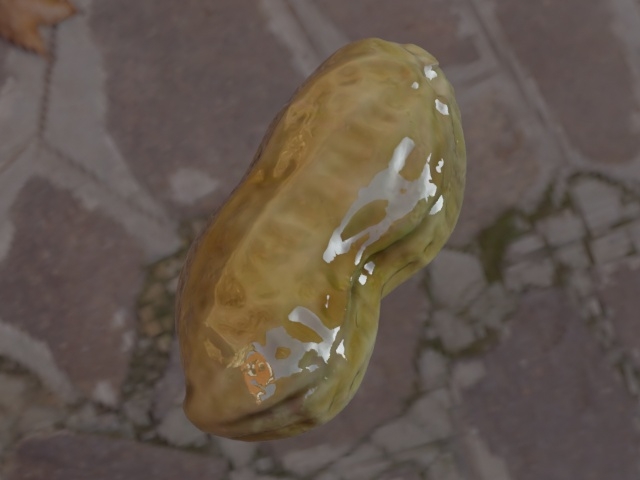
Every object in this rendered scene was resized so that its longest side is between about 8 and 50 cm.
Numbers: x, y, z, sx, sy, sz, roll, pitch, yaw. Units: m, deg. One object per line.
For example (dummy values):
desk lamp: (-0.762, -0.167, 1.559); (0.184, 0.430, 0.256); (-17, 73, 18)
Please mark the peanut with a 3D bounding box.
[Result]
peanut: (0.000, 0.000, 1.252); (0.147, 0.147, 0.305); (43, 61, -17)
